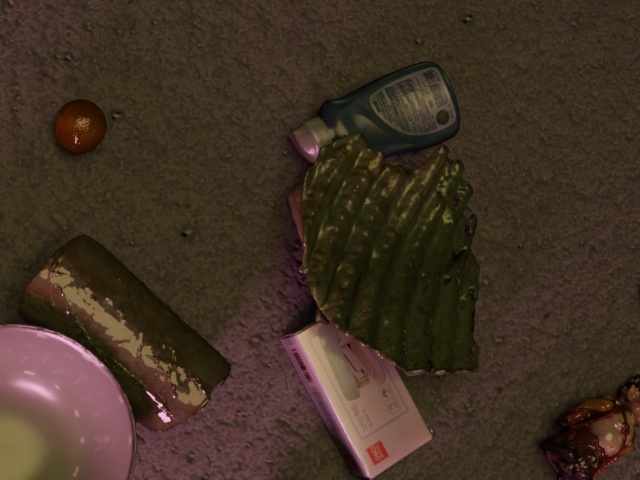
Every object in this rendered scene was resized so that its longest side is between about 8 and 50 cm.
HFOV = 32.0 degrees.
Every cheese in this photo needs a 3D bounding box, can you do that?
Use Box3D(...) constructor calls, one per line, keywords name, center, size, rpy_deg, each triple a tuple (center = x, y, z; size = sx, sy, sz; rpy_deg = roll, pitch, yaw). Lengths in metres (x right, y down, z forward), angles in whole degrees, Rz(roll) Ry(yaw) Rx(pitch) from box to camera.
Box3D(name="cheese", center=(0.000, 0.000, 1.823), size=(0.065, 0.043, 0.194), rpy_deg=(-18, 86, -27))

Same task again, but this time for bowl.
Box3D(name="bowl", center=(-0.436, 0.286, 1.550), size=(0.337, 0.157, 0.337), rpy_deg=(2, 82, -18))

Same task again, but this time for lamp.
Box3D(name="lamp", center=(0.499, 0.320, 1.923), size=(0.253, 0.118, 0.118), rpy_deg=(-30, 93, -21))

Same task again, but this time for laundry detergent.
Box3D(name="laundry detergent", center=(0.087, -0.195, 1.865), size=(0.290, 0.094, 0.143), rpy_deg=(-21, 98, -19))

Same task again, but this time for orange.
Box3D(name="orange", center=(-0.366, -0.173, 1.697), size=(0.085, 0.085, 0.085), rpy_deg=(3, 81, -20))

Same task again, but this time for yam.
Box3D(name="yam", center=(-0.289, 0.139, 1.627), size=(0.304, 0.168, 0.168), rpy_deg=(43, 70, -9))

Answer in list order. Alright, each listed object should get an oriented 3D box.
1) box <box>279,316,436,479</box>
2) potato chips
Box3D(name="box", center=(0.060, 0.237, 1.787), size=(0.135, 0.079, 0.269), rpy_deg=(-28, 92, -22))
Box3D(name="potato chips", center=(0.137, 0.032, 1.784), size=(0.373, 0.097, 0.389), rpy_deg=(10, 69, -33))
